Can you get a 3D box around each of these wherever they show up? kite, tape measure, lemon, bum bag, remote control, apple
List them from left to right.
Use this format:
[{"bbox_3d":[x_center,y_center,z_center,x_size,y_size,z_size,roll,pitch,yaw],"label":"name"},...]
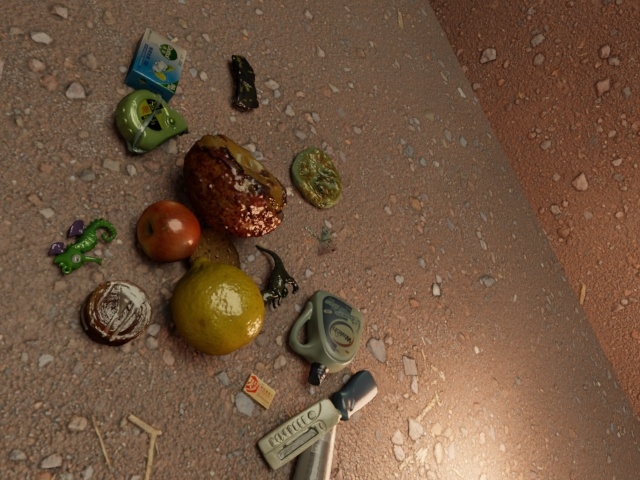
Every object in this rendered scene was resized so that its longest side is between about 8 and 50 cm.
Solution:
[{"bbox_3d":[-0.496,-0.339,1.539,0.200,0.106,0.175,-49,118,-44],"label":"tape measure"},{"bbox_3d":[-0.397,-0.022,1.420,0.139,0.163,0.163,6,64,-49],"label":"apple"},{"bbox_3d":[-0.268,0.168,1.386,0.253,0.228,0.228,50,43,-5],"label":"lemon"},{"bbox_3d":[-0.268,-0.558,1.904,0.106,0.060,0.233,19,58,-46],"label":"bum bag"},{"bbox_3d":[-0.058,0.521,1.470,0.230,0.049,0.090,-28,88,-23],"label":"remote control"},{"bbox_3d":[0.000,0.000,1.889,0.152,0.005,0.137,31,49,-26],"label":"kite"}]

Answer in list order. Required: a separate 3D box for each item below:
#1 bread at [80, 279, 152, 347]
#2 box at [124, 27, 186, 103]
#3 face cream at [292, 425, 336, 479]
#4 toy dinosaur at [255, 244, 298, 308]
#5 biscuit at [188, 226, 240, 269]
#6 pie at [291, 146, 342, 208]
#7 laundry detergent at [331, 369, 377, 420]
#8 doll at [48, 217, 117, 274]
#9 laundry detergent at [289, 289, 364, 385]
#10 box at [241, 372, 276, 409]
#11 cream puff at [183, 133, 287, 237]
[{"bbox_3d":[-0.486,0.173,1.289,0.160,0.073,0.161,19,56,-31],"label":"bread"},{"bbox_3d":[-0.504,-0.534,1.659,0.139,0.073,0.194,25,53,-31],"label":"box"},{"bbox_3d":[-0.019,0.624,1.478,0.107,0.073,0.269,23,52,-13],"label":"face cream"},{"bbox_3d":[-0.157,0.110,1.623,0.179,0.087,0.187,52,42,-11],"label":"toy dinosaur"},{"bbox_3d":[-0.303,0.051,1.544,0.188,0.027,0.188,32,47,-41],"label":"biscuit"},{"bbox_3d":[-0.011,-0.228,1.969,0.240,0.054,0.241,20,58,-35],"label":"pie"},{"bbox_3d":[0.095,0.489,1.672,0.206,0.061,0.097,-29,97,-46],"label":"laundry detergent"},{"bbox_3d":[-0.572,0.010,1.317,0.115,0.050,0.190,39,45,-16],"label":"doll"},{"bbox_3d":[0.010,0.308,1.657,0.215,0.105,0.280,34,51,-7],"label":"laundry detergent"},{"bbox_3d":[-0.170,0.417,1.493,0.093,0.015,0.058,44,43,-17],"label":"box"},{"bbox_3d":[-0.254,-0.140,1.551,0.350,0.229,0.350,39,13,-10],"label":"cream puff"}]
